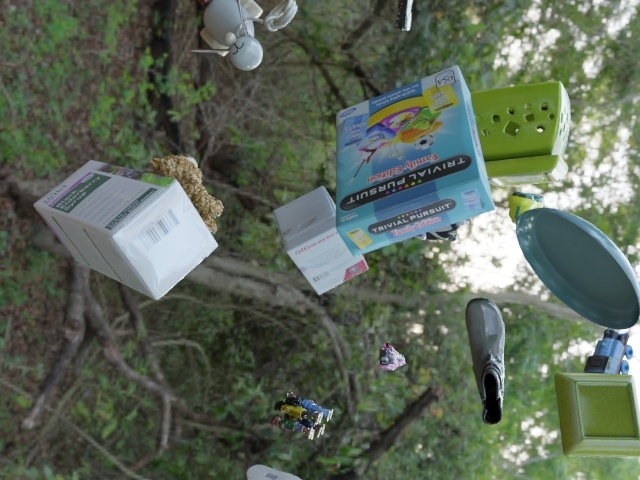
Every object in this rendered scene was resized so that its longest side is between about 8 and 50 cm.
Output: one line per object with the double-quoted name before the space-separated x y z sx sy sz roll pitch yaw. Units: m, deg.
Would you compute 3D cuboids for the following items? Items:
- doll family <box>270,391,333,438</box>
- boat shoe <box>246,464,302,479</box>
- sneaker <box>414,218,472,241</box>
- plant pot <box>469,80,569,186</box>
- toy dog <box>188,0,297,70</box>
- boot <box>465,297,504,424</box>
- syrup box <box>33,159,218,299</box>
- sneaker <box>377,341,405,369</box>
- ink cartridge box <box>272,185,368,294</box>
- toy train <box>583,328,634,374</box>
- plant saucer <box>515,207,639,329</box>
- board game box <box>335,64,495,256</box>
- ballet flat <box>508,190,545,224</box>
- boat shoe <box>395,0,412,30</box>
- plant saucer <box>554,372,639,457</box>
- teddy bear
"doll family" -0.046 0.372 1.655 0.193 0.111 0.076 43 63 -71
"boat shoe" -0.100 0.588 1.805 0.066 0.184 0.063 -39 126 -47
"sneaker" 0.309 -0.095 1.917 0.094 0.152 0.235 -42 142 -55
"plant pot" 0.479 -0.243 1.837 0.227 0.228 0.207 11 76 -66
"toy dog" -0.215 -0.501 1.747 0.220 0.161 0.333 -57 -152 -4
"boot" 0.367 0.260 1.666 0.161 0.083 0.247 -58 140 -73
"syrup box" -0.230 -0.019 0.881 0.093 0.236 0.096 -44 124 -23
"sneaker" 0.154 0.250 1.684 0.119 0.047 0.057 2 78 -72
"ink cartridge box" 0.000 0.000 1.633 0.176 0.128 0.127 57 8 -49
"toy train" 0.749 0.310 1.989 0.080 0.105 0.184 -6 -136 49
"plant saucer" 0.538 0.050 1.590 0.043 0.318 0.318 -39 169 -13
"board game box" 0.155 -0.150 1.368 0.079 0.253 0.336 56 24 -38
"ballet flat" 0.467 -0.072 1.768 0.231 0.077 0.077 -7 108 -68
"boat shoe" 0.228 -0.638 2.084 0.049 0.042 0.133 -44 145 -53
"plant saucer" 0.628 0.381 1.704 0.045 0.188 0.188 97 -6 -65
"teddy bear" -0.390 -0.144 2.261 0.113 0.245 0.338 -43 138 -19
